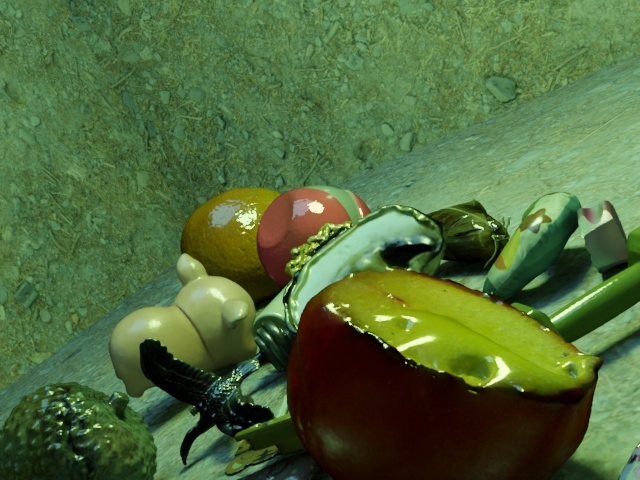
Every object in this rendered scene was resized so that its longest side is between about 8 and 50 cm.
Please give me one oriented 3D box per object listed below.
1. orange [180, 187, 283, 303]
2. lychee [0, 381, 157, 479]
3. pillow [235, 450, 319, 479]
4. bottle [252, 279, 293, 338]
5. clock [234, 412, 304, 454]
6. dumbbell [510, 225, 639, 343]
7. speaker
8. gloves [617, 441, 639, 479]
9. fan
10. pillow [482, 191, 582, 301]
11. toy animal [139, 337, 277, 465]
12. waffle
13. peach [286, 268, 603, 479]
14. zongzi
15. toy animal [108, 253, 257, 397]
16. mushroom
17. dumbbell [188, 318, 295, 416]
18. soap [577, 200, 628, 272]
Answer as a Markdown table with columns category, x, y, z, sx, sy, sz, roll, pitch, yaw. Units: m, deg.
| category | x | y | z | sx | sy | sz | roll | pitch | yaw |
| --- | --- | --- | --- | --- | --- | --- | --- | --- | --- |
| orange | -0.198 | 0.016 | 2.317 | 0.356 | 0.322 | 0.322 | -18 | 9 | -6 |
| lychee | -0.392 | 0.350 | 1.354 | 0.274 | 0.255 | 0.255 | -48 | 11 | -1 |
| pillow | -0.071 | 0.335 | 1.155 | 0.185 | 0.043 | 0.118 | -28 | 6 | 22 |
| bottle | -0.050 | 0.147 | 1.842 | 0.104 | 0.104 | 0.245 | -22 | 13 | 30 |
| clock | -0.005 | 0.259 | 1.210 | 0.237 | 0.057 | 0.237 | -20 | -10 | -4 |
| dumbbell | 0.355 | 0.082 | 1.081 | 0.301 | 0.121 | 0.108 | -31 | -18 | -7 |
| speaker | 0.000 | 0.000 | 2.040 | 0.294 | 0.294 | 0.294 | -27 | 10 | 5 |
| gloves | 0.318 | 0.210 | 0.562 | 0.241 | 0.126 | 0.145 | 22 | 39 | 39 |
| fan | -0.070 | 0.304 | 1.396 | 0.152 | 0.008 | 0.227 | -26 | 12 | 17 |
| pillow | 0.350 | 0.013 | 1.419 | 0.233 | 0.086 | 0.214 | -44 | -12 | -49 |
| toy animal | -0.172 | 0.292 | 1.450 | 0.272 | 0.197 | 0.160 | 24 | 19 | 32 |
| waffle | 0.066 | 0.055 | 1.785 | 0.291 | 0.051 | 0.291 | -4 | 44 | 3 |
| peach | 0.124 | 0.146 | 0.892 | 0.338 | 0.281 | 0.281 | -24 | 10 | 46 |
| zongzi | 0.238 | 0.007 | 1.672 | 0.241 | 0.111 | 0.248 | -17 | 12 | 0 |
| toy animal | -0.285 | 0.198 | 1.802 | 0.326 | 0.269 | 0.237 | 0 | 31 | -45 |
| mushroom | 0.091 | 0.084 | 1.618 | 0.247 | 0.130 | 0.344 | 32 | 74 | 38 |
| dumbbell | -0.144 | 0.248 | 1.621 | 0.254 | 0.110 | 0.110 | -36 | 12 | -11 |
| soap | 0.438 | -0.008 | 1.315 | 0.056 | 0.100 | 0.149 | -24 | 10 | 21 |
